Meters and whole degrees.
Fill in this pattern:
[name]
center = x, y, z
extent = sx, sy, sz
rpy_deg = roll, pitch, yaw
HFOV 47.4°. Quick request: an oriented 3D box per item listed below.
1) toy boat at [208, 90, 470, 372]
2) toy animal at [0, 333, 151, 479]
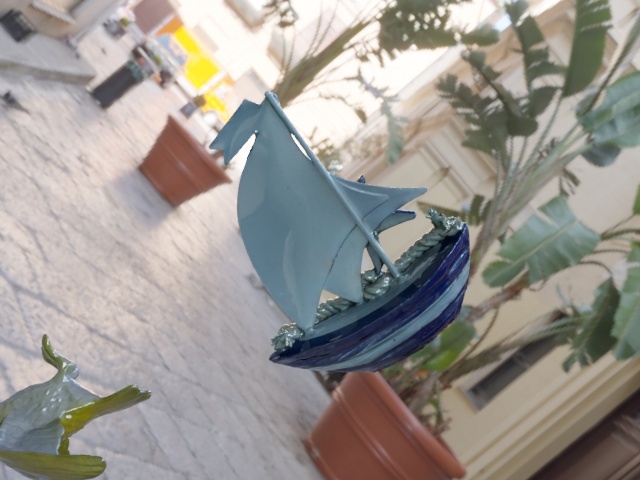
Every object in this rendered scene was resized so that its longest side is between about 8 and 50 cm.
[toy boat]
center = 0.031, -0.004, 0.661
extent = 0.070, 0.210, 0.291
rpy_deg = -114, -170, -66
[toy animal]
center = -0.215, 0.122, 0.538
extent = 0.155, 0.095, 0.219
rpy_deg = 28, -26, -3
